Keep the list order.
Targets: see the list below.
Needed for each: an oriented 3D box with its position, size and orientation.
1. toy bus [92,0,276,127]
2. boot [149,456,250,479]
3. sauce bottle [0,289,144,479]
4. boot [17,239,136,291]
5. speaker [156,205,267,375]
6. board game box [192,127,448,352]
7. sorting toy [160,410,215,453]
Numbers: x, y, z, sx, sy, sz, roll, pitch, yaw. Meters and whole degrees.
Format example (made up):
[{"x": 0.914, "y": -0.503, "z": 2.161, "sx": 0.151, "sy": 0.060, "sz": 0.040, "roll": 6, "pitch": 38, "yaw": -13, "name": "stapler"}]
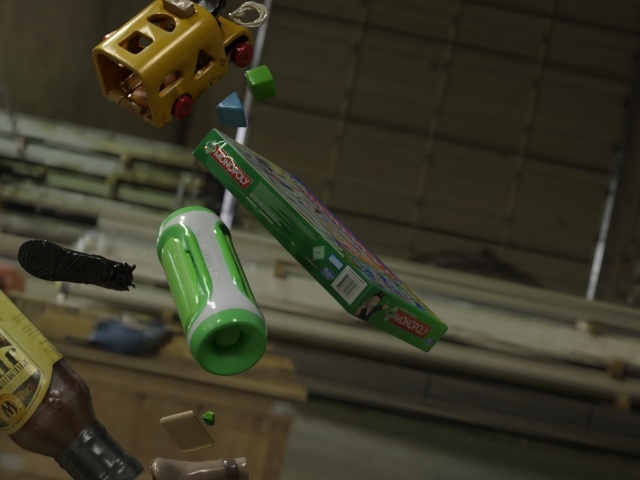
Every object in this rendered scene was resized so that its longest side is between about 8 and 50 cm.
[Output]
[{"x": -0.152, "y": -0.221, "z": 1.703, "sx": 0.191, "sy": 0.202, "sz": 0.104, "roll": -8, "pitch": -41, "yaw": 1, "name": "toy bus"}, {"x": -0.113, "y": 0.226, "z": 1.503, "sx": 0.087, "sy": 0.042, "sz": 0.118, "roll": -10, "pitch": -16, "yaw": 2, "name": "boot"}, {"x": -0.339, "y": 0.159, "z": 1.764, "sx": 0.344, "sy": 0.111, "sz": 0.111, "roll": 45, "pitch": 3, "yaw": 2, "name": "sauce bottle"}, {"x": -0.280, "y": 0.031, "z": 1.806, "sx": 0.121, "sy": 0.045, "sz": 0.099, "roll": 11, "pitch": -2, "yaw": 13, "name": "boot"}, {"x": -0.172, "y": 0.073, "z": 2.412, "sx": 0.131, "sy": 0.131, "sz": 0.296, "roll": 11, "pitch": 32, "yaw": -27, "name": "speaker"}, {"x": 0.000, "y": 0.000, "z": 1.895, "sx": 0.317, "sy": 0.046, "sz": 0.213, "roll": 45, "pitch": 9, "yaw": 32, "name": "board game box"}, {"x": -0.168, "y": 0.254, "z": 2.091, "sx": 0.083, "sy": 0.062, "sz": 0.012, "roll": -17, "pitch": 26, "yaw": 29, "name": "sorting toy"}]
